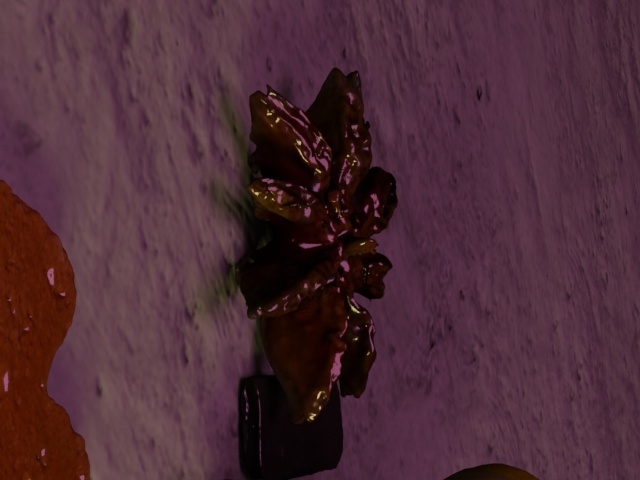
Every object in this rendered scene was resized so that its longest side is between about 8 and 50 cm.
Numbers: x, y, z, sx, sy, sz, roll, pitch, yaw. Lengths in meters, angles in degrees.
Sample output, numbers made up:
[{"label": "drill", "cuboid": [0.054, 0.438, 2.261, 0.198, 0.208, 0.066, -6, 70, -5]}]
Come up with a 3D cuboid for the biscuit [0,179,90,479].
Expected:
[{"label": "biscuit", "cuboid": [-0.175, 0.078, 0.995, 0.186, 0.036, 0.192, 44, 48, -61]}]

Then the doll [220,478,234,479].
[{"label": "doll", "cuboid": [-0.029, 0.232, 1.258, 0.129, 0.081, 0.207, 63, 7, 33]}]

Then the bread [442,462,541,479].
[{"label": "bread", "cuboid": [0.079, 0.325, 1.267, 0.333, 0.160, 0.333, -53, 165, -21]}]

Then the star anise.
[{"label": "star anise", "cuboid": [0.000, 0.000, 1.343, 0.288, 0.088, 0.288, -3, 90, -64]}]

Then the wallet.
[{"label": "wallet", "cuboid": [-0.020, 0.142, 1.365, 0.156, 0.018, 0.082, 3, 85, -67]}]
